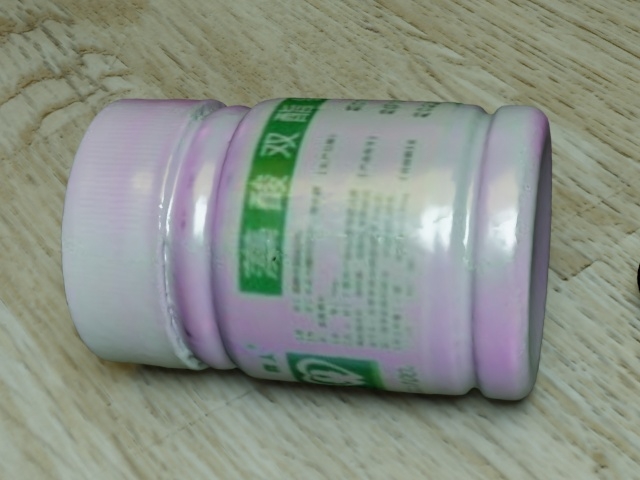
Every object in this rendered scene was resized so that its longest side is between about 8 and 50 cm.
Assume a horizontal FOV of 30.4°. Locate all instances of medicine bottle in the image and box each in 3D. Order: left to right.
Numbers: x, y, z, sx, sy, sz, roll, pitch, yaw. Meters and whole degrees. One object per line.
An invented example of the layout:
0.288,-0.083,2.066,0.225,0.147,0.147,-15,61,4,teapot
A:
0.000,0.000,0.866,0.325,0.212,0.212,4,46,16,medicine bottle

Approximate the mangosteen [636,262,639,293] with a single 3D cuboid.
0.275,0.029,0.872,0.081,0.081,0.081,-6,44,6,mangosteen
